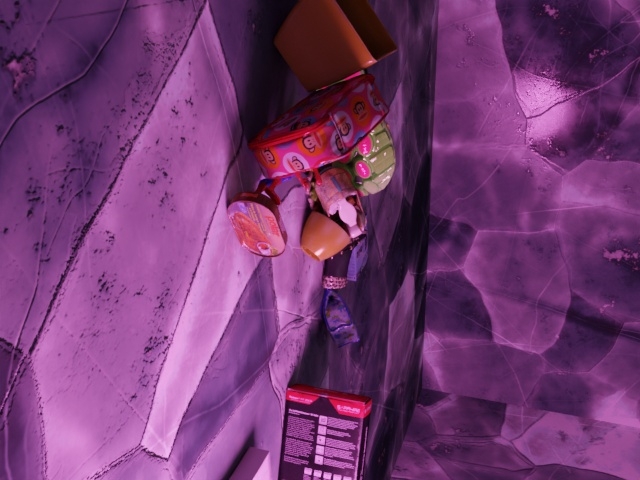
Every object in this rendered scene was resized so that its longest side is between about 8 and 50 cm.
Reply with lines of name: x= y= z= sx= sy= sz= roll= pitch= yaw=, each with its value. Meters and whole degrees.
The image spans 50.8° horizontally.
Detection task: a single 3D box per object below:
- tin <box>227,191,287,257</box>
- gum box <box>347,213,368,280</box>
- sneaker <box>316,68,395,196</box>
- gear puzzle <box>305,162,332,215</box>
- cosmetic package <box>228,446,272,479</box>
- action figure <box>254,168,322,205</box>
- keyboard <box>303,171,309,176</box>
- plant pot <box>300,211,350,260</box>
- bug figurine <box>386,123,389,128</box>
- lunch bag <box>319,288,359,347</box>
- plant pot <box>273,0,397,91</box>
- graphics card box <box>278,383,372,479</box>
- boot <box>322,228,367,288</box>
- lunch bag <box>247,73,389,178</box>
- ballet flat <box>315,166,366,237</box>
tin: x=-0.130 y=-0.033 z=1.432 sx=0.189 sy=0.106 sz=0.040 roll=75 pitch=28 yaw=-50
gum box: x=0.126 y=0.021 z=2.332 sx=0.157 sy=0.041 sz=0.184 roll=-56 pitch=148 yaw=-55
sneaker: x=0.093 y=-0.341 z=1.808 sx=0.202 sy=0.185 sz=0.482 roll=-76 pitch=155 yaw=-58
gear puzzle: x=0.012 y=-0.170 z=1.847 sx=0.339 sy=0.044 sz=0.175 roll=73 pitch=32 yaw=-61
cosmetic package: x=-0.187 y=0.598 z=1.561 sx=0.239 sy=0.060 sz=0.098 roll=-50 pitch=140 yaw=-59
action figure: x=-0.059 y=-0.140 z=1.593 sx=0.139 sy=0.091 sz=0.280 roll=54 pitch=38 yaw=-24
keyboard: x=-0.020 y=-0.262 z=1.818 sx=0.108 sy=0.023 sz=0.180 roll=34 pitch=65 yaw=-70
plant pot: x=0.000 y=0.000 z=1.837 sx=0.095 sy=0.134 sz=0.134 roll=-53 pitch=153 yaw=-14
bug figurine: x=0.140 y=-0.242 z=2.152 sx=0.216 sy=0.072 sz=0.279 roll=-48 pitch=154 yaw=-53
lunch bag: x=0.054 y=0.239 z=2.114 sx=0.129 sy=0.096 sz=0.151 roll=69 pitch=4 yaw=-55
plant pot: x=0.022 y=-0.460 z=1.540 sx=0.212 sy=0.187 sz=0.212 roll=55 pitch=30 yaw=-8
graphics card box: x=0.008 y=0.602 z=1.880 sx=0.094 sy=0.233 sz=0.370 roll=-1 pitch=97 yaw=-72
boot: x=0.071 y=0.048 z=2.111 sx=0.236 sy=0.085 sz=0.178 roll=-15 pitch=113 yaw=-64
lunch bag: x=-0.014 y=-0.247 z=1.489 sx=0.293 sy=0.258 sz=0.120 roll=-46 pitch=116 yaw=-40
ballet flat: x=0.069 y=-0.071 z=1.840 sx=0.348 sy=0.123 sz=0.123 roll=63 pitch=38 yaw=-61
